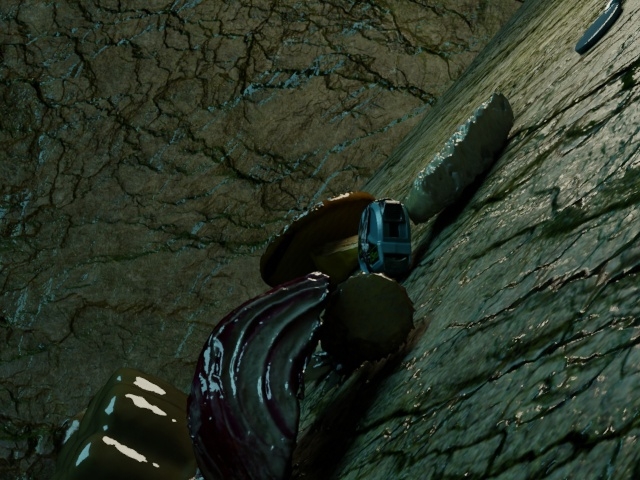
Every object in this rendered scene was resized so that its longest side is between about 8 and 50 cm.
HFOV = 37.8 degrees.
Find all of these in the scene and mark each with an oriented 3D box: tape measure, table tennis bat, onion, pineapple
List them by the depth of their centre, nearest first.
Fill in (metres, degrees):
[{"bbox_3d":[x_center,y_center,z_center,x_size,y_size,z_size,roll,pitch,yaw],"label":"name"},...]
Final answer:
[{"bbox_3d":[-0.097,0.204,1.135,0.280,0.146,0.314,118,163,-46],"label":"onion"},{"bbox_3d":[0.047,0.123,1.239,0.125,0.125,0.251,-51,-5,-25],"label":"pineapple"},{"bbox_3d":[0.103,0.004,1.544,0.125,0.081,0.146,124,147,-68],"label":"tape measure"},{"bbox_3d":[0.496,-0.386,1.640,0.155,0.019,0.100,-53,5,-25],"label":"table tennis bat"}]

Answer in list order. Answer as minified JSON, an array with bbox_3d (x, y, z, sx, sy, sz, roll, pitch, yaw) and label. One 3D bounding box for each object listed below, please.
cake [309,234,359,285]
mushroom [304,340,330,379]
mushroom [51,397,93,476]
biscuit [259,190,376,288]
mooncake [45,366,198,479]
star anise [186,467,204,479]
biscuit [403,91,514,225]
[{"bbox_3d":[0.066,0.049,2.039,0.184,0.116,0.080,-13,24,20],"label":"cake"},{"bbox_3d":[-0.014,0.184,1.474,0.083,0.067,0.084,-17,34,12],"label":"mushroom"},{"bbox_3d":[-0.554,0.550,2.079,0.334,0.356,0.331,-3,1,-37],"label":"mushroom"},{"bbox_3d":[0.000,0.000,2.123,0.318,0.040,0.318,-29,-24,-14],"label":"biscuit"},{"bbox_3d":[-0.373,0.415,1.672,0.378,0.200,0.378,-51,18,24],"label":"mooncake"},{"bbox_3d":[-0.225,0.440,1.421,0.208,0.063,0.172,-47,8,-17],"label":"star anise"},{"bbox_3d":[0.230,-0.123,1.608,0.281,0.084,0.179,-49,-1,-30],"label":"biscuit"}]
